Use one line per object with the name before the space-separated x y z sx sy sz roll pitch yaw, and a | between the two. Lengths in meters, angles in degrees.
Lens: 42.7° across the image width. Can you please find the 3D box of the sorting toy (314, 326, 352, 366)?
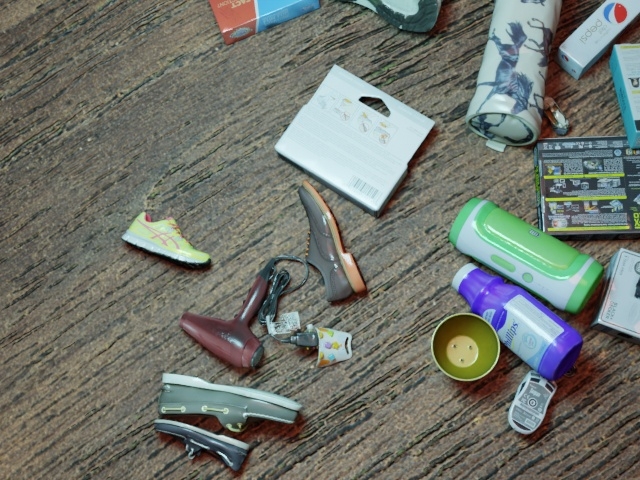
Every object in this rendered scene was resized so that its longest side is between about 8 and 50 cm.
sorting toy | 0.029 0.221 1.720 0.075 0.045 0.083 1 75 -14

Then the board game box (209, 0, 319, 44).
board game box | -0.170 -0.649 1.938 0.242 0.064 0.316 -23 75 0

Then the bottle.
bottle | 0.386 0.153 1.639 0.092 0.118 0.283 -30 55 -27

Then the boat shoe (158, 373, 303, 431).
boat shoe | -0.187 0.341 1.674 0.305 0.109 0.091 8 77 14

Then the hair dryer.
hair dryer | -0.154 0.163 1.745 0.293 0.080 0.224 -12 59 -3

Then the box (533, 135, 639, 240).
box | 0.594 -0.110 1.731 0.270 0.060 0.216 -2 76 5

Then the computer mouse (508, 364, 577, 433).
computer mouse | 0.435 0.301 1.655 0.106 0.042 0.193 32 75 7

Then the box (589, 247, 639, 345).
box | 0.710 0.145 1.641 0.290 0.087 0.169 18 78 10

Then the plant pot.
plant pot | 0.290 0.221 1.660 0.134 0.095 0.134 -1 75 5

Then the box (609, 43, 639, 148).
box | 0.688 -0.310 1.736 0.100 0.060 0.244 -3 59 5

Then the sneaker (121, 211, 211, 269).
sneaker | -0.327 -0.004 1.786 0.208 0.081 0.094 22 77 11

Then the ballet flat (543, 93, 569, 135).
ballet flat | 0.509 -0.284 1.793 0.041 0.041 0.114 -29 75 -2

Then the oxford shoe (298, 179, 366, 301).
oxford shoe | 0.000 0.000 1.746 0.098 0.097 0.271 -26 75 5

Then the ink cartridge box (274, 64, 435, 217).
ink cartridge box | 0.076 -0.222 1.811 0.275 0.060 0.239 33 80 13

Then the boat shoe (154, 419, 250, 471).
boat shoe | -0.250 0.417 1.676 0.206 0.075 0.065 16 75 5

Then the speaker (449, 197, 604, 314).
speaker | 0.414 0.029 1.662 0.296 0.131 0.131 32 81 22

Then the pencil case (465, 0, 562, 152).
pencil case | 0.422 -0.407 1.764 0.160 0.183 0.410 10 79 13

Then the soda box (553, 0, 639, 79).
soda box | 0.620 -0.461 1.811 0.216 0.069 0.074 -44 77 -5

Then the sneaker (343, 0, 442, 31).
sneaker | 0.130 -0.630 1.894 0.410 0.158 0.182 35 51 14
